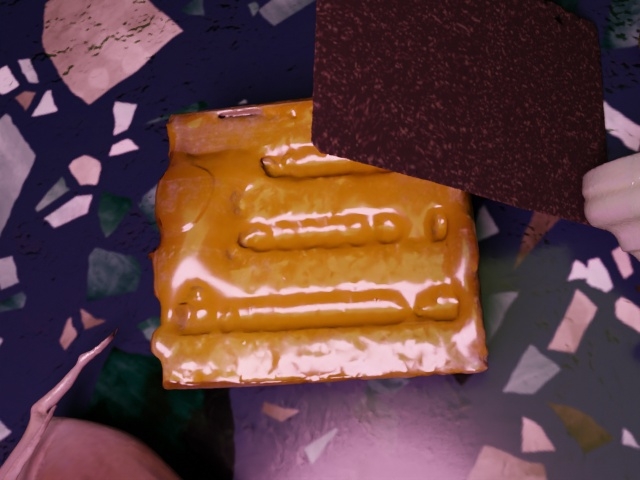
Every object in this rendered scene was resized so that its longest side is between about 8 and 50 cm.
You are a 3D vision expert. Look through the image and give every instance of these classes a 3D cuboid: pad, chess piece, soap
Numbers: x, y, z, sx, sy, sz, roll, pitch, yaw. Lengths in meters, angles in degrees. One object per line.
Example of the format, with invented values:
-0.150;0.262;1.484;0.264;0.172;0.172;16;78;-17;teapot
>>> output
0.134;-0.138;0.588;0.004;0.330;0.220;-21;62;55;pad
0.309;0.059;0.566;0.139;0.139;0.271;-12;84;10;chess piece
0.000;0.000;0.633;0.281;0.143;0.259;-4;77;12;soap

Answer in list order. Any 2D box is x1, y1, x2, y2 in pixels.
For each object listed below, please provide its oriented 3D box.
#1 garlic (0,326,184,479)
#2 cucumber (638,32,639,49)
-0.181;0.270;0.561;0.246;0.231;0.340;-46;76;1;garlic
0.360;-0.288;0.671;0.056;0.056;0.250;17;83;17;cucumber
